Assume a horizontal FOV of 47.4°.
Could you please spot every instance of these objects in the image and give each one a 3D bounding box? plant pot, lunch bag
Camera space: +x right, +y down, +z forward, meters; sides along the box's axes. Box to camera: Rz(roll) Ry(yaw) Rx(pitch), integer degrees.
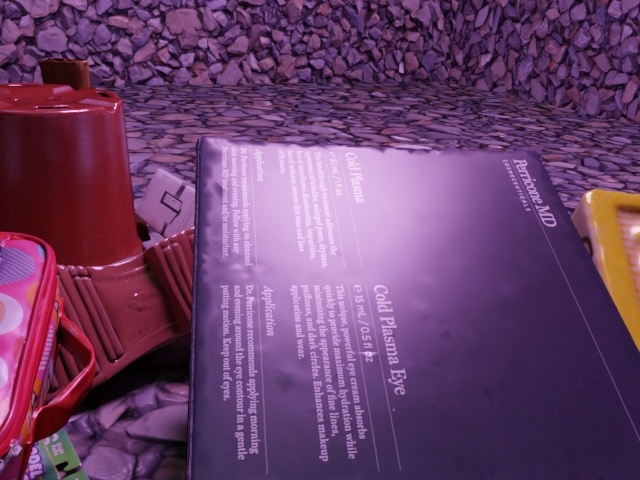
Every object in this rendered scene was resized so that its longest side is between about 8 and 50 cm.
[{"bbox_3d":[-0.355,-0.056,0.940,0.273,0.264,0.272,4,20,-1],"label":"plant pot"},{"bbox_3d":[-0.309,0.102,0.560,0.258,0.120,0.293,3,30,-14],"label":"lunch bag"}]

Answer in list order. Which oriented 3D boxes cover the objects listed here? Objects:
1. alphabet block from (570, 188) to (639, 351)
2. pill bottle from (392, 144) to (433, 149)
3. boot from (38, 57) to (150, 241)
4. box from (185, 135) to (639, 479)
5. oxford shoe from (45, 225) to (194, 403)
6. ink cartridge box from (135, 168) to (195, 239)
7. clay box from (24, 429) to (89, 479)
[{"bbox_3d":[0.310,0.093,0.662,0.194,0.197,0.192,5,52,-3],"label":"alphabet block"},{"bbox_3d":[0.155,-0.079,1.259,0.087,0.160,0.087,3,20,-1],"label":"pill bottle"},{"bbox_3d":[-0.356,-0.142,1.149,0.096,0.280,0.264,-11,25,-36],"label":"boot"},{"bbox_3d":[0.054,0.091,0.585,0.313,0.178,0.343,1,44,-8],"label":"box"},{"bbox_3d":[-0.253,0.095,0.804,0.397,0.140,0.146,-15,-9,-28],"label":"oxford shoe"},{"bbox_3d":[-0.159,-0.019,1.062,0.148,0.085,0.203,27,1,-39],"label":"ink cartridge box"},{"bbox_3d":[-0.301,0.193,0.573,0.222,0.053,0.127,-10,26,-32],"label":"clay box"}]
